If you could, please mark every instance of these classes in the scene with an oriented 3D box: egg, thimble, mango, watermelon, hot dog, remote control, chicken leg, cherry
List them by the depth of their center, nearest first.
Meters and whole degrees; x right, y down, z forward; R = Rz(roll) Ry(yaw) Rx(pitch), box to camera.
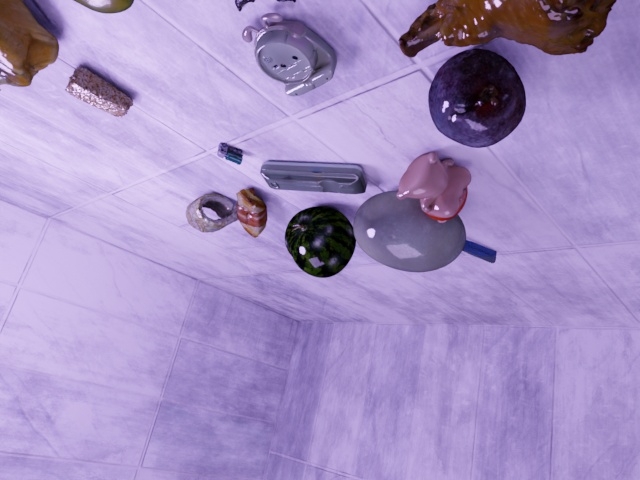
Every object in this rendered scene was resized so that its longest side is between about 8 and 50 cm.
[{"bbox_3d":[0.321,-0.367,0.779,0.295,0.181,0.409,8,170,-39],"label":"chicken leg"},{"bbox_3d":[-0.457,-0.510,0.935,0.191,0.085,0.122,15,162,-8],"label":"mango"},{"bbox_3d":[0.305,-0.281,0.968,0.195,0.195,0.195,11,159,4],"label":"cherry"},{"bbox_3d":[0.278,-0.030,1.516,0.352,0.258,0.258,10,159,11],"label":"egg"},{"bbox_3d":[-0.025,-0.194,1.534,0.335,0.065,0.128,5,155,19],"label":"remote control"},{"bbox_3d":[0.002,0.002,1.752,0.269,0.269,0.269,11,159,4],"label":"watermelon"},{"bbox_3d":[-0.258,-0.118,1.837,0.123,0.093,0.261,19,145,7],"label":"hot dog"},{"bbox_3d":[-0.425,-0.106,1.905,0.191,0.137,0.143,8,163,-32],"label":"thimble"}]

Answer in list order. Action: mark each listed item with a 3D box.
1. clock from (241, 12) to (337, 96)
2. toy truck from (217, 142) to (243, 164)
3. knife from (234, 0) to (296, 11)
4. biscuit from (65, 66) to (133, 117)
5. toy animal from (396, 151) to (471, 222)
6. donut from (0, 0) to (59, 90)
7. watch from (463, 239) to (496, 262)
[{"bbox_3d":[-0.072,-0.399,1.032,0.151,0.062,0.191,-9,149,45],"label":"clock"},{"bbox_3d":[-0.284,-0.271,1.515,0.083,0.044,0.039,20,155,-20],"label":"toy truck"},{"bbox_3d":[-0.077,-0.468,0.912,0.222,0.021,0.045,6,158,28],"label":"knife"},{"bbox_3d":[-0.605,-0.403,1.324,0.168,0.070,0.082,27,162,-37],"label":"biscuit"},{"bbox_3d":[0.323,-0.143,1.337,0.198,0.171,0.171,27,155,-28],"label":"toy animal"},{"bbox_3d":[-0.789,-0.491,1.074,0.360,0.170,0.360,17,160,6],"label":"donut"},{"bbox_3d":[0.483,0.028,1.809,0.276,0.068,0.274,-4,153,37],"label":"watch"}]
